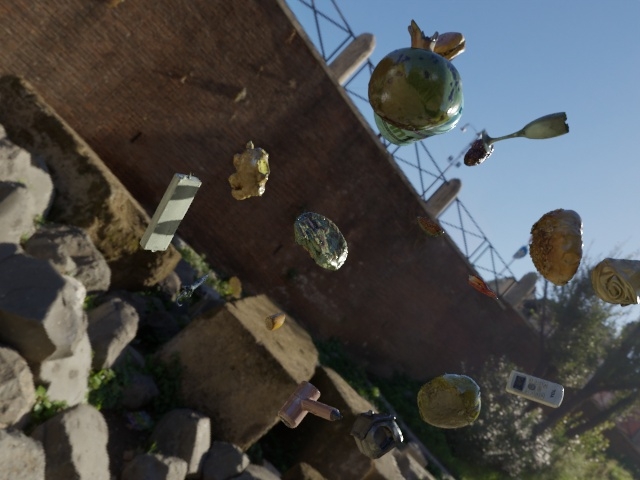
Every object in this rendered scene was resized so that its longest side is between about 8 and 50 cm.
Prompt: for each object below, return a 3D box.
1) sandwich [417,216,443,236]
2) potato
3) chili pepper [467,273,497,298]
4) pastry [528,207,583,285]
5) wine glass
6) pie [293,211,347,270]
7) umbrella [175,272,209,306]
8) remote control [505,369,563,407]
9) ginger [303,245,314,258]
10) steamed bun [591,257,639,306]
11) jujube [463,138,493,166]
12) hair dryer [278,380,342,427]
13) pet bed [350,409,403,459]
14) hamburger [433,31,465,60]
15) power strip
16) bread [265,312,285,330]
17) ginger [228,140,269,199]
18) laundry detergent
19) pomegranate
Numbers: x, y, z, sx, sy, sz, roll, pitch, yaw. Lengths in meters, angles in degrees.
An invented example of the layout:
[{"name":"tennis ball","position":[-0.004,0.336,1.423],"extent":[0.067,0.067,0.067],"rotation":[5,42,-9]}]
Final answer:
[{"name":"sandwich","position":[0.464,-0.053,2.046],"extent":[0.135,0.029,0.067],"rotation":[39,-28,41]},{"name":"potato","position":[0.459,0.579,1.732],"extent":[0.228,0.197,0.148],"rotation":[-4,-4,32]},{"name":"chili pepper","position":[0.668,0.192,1.983],"extent":[0.178,0.045,0.027],"rotation":[43,-16,50]},{"name":"pastry","position":[0.955,0.021,1.977],"extent":[0.184,0.315,0.284],"rotation":[8,-29,16]},{"name":"wine glass","position":[0.822,-0.344,1.909],"extent":[0.309,0.264,0.096],"rotation":[-8,3,36]},{"name":"pie","position":[0.003,-0.002,2.065],"extent":[0.302,0.067,0.302],"rotation":[32,34,-25]},{"name":"umbrella","position":[-0.410,0.142,1.555],"extent":[0.044,0.044,0.269],"rotation":[60,14,-12]},{"name":"remote control","position":[0.795,0.551,1.786],"extent":[0.190,0.087,0.029],"rotation":[13,-30,35]},{"name":"ginger","position":[0.020,0.058,2.300],"extent":[0.205,0.081,0.115],"rotation":[11,7,-18]},{"name":"steamed bun","position":[1.211,0.184,1.955],"extent":[0.218,0.144,0.211],"rotation":[15,-52,48]},{"name":"jujube","position":[0.719,-0.401,2.207],"extent":[0.104,0.166,0.104],"rotation":[50,-7,9]},{"name":"hair dryer","position":[-0.029,0.711,2.016],"extent":[0.344,0.189,0.107],"rotation":[-8,-57,55]},{"name":"pet bed","position":[0.239,0.839,2.125],"extent":[0.159,0.183,0.211],"rotation":[62,-17,7]},{"name":"hamburger","position":[0.487,-0.759,1.890],"extent":[0.083,0.147,0.138],"rotation":[61,-6,-30]},{"name":"power strip","position":[-0.576,-0.110,1.856],"extent":[0.043,0.367,0.106],"rotation":[45,22,30]},{"name":"bread","position":[-0.193,0.354,2.101],"extent":[0.103,0.049,0.062],"rotation":[-7,86,-55]},{"name":"ginger","position":[-0.250,-0.255,1.731],"extent":[0.157,0.216,0.102],"rotation":[-8,-15,34]},{"name":"laundry detergent","position":[0.424,-0.571,2.036],"extent":[0.287,0.287,0.305],"rotation":[44,-21,-19]},{"name":"pomegranate","position":[0.315,-0.497,1.499],"extent":[0.291,0.323,0.291],"rotation":[29,13,-7]}]
